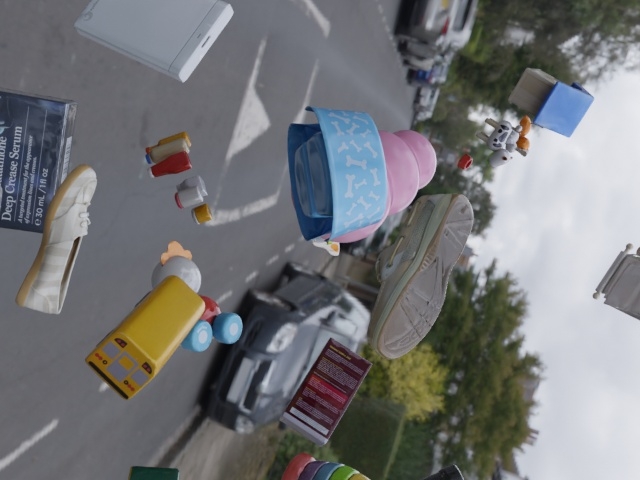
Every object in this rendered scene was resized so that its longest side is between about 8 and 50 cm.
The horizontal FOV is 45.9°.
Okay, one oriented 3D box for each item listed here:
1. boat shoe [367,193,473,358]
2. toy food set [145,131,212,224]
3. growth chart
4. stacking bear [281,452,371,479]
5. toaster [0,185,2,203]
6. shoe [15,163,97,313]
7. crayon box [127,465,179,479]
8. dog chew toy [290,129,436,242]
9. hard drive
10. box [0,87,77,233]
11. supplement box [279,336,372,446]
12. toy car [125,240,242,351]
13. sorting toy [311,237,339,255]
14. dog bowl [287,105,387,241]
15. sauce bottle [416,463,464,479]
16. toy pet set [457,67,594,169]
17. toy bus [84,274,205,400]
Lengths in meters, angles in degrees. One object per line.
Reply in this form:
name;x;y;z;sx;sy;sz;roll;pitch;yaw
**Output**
boat shoe;0.143;0.051;1.212;0.109;0.098;0.302;48;61;-41
toy food set;-0.332;-0.141;1.726;0.111;0.104;0.232;63;8;-76
growth chart;0.680;0.099;1.558;0.172;0.021;0.237;-48;-146;-1
stacking bear;0.065;0.573;1.620;0.175;0.289;0.164;-37;131;-52
toaster;-0.641;-0.041;1.276;0.168;0.110;0.185;12;81;-47
shoe;-0.348;0.001;1.036;0.076;0.058;0.219;-68;-176;-80
crayon box;-0.260;0.512;1.084;0.323;0.083;0.203;-101;-161;-65
dog chew toy;0.102;-0.129;1.526;0.332;0.206;0.206;-27;146;-33
hard drive;-0.430;-0.567;1.938;0.233;0.353;0.047;-58;160;-13
box;-0.769;-0.199;1.683;0.212;0.395;0.293;-136;-125;-74
supplement box;0.014;0.383;1.917;0.239;0.130;0.073;-55;176;-23
toy car;-0.318;0.119;1.759;0.210;0.219;0.238;-6;99;-56
sorting toy;0.000;0.000;1.908;0.083;0.075;0.045;41;-60;47
dog bowl;0.016;-0.085;0.991;0.297;0.074;0.166;179;-97;-79
sauce bottle;0.076;0.463;1.223;0.111;0.344;0.111;160;-90;-84
toy pet set;0.206;-0.103;0.726;0.122;0.065;0.114;-16;140;-55
toy bus;-0.315;0.165;1.422;0.130;0.108;0.332;-43;-173;20
